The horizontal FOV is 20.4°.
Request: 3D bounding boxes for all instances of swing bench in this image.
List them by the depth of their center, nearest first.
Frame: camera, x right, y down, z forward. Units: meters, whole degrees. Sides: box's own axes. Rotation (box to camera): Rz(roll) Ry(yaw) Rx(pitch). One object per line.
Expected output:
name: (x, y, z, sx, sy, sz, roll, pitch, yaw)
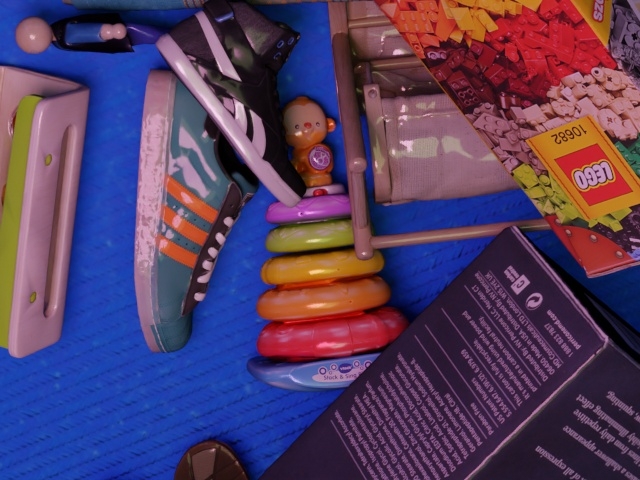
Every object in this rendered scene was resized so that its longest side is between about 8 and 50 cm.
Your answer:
swing bench: (0.144, -0.138, 1.766, 0.253, 0.254, 0.165, -6, 145, 0)

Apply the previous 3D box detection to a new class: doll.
doll: (-0.210, -0.205, 1.771, 0.189, 0.129, 0.046, 1, 97, -18)

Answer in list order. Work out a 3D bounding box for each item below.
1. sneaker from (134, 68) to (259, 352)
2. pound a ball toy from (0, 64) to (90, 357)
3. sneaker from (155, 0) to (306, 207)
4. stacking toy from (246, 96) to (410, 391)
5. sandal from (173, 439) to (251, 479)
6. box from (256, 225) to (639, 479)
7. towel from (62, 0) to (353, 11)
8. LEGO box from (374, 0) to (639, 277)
sneaker: (-0.126, -0.025, 1.835, 0.121, 0.108, 0.302, 4, 105, 1)
pound a ball toy: (-0.348, -0.066, 1.820, 0.208, 0.136, 0.319, 14, 107, 20)
sneaker: (-0.051, -0.144, 1.742, 0.121, 0.079, 0.217, -38, 109, -1)
stacking toy: (0.000, 0.000, 1.844, 0.175, 0.166, 0.301, -7, 92, -10)
sandal: (-0.096, 0.302, 1.963, 0.090, 0.060, 0.219, -22, 121, 11)
box: (0.179, 0.240, 1.761, 0.395, 0.212, 0.293, -46, 128, 9)
towel: (-0.091, -0.361, 1.727, 0.370, 0.040, 0.271, 0, 107, 13)
LEGO box: (0.305, -0.276, 1.589, 0.372, 0.193, 0.500, 50, 54, -14)
